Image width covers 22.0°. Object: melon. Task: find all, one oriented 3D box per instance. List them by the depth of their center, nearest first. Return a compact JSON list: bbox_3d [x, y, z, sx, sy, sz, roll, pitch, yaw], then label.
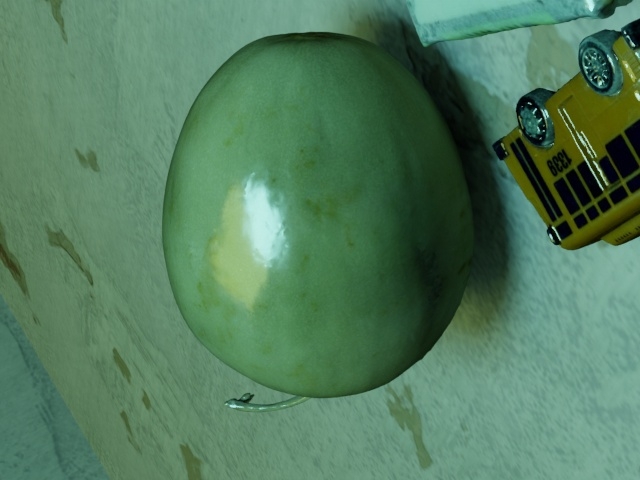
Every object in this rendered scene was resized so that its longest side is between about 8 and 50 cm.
[{"bbox_3d":[-0.002,-0.014,1.323,0.272,0.272,0.308,33,156,52],"label":"melon"}]

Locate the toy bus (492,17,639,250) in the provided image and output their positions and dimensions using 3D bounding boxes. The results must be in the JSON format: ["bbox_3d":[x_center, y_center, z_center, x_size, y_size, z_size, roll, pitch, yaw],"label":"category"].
[{"bbox_3d":[0.201,-0.070,1.027,0.114,0.098,0.201,62,156,7],"label":"toy bus"}]

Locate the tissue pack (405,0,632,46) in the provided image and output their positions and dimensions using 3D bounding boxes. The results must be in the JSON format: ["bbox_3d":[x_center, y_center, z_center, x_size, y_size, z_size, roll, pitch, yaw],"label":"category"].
[{"bbox_3d":[0.102,-0.282,0.986,0.228,0.128,0.311,3,114,65],"label":"tissue pack"}]
